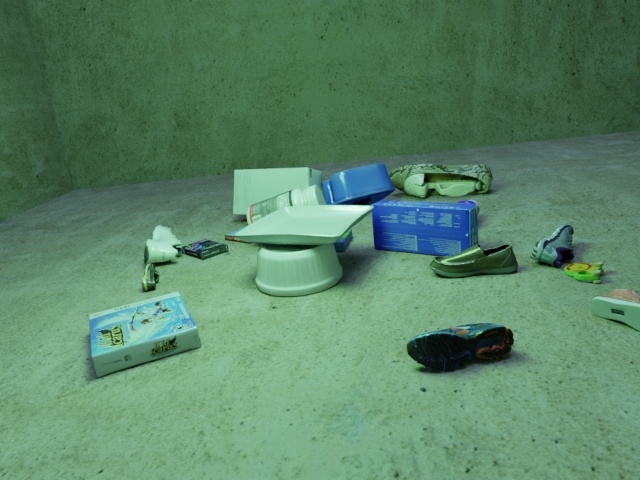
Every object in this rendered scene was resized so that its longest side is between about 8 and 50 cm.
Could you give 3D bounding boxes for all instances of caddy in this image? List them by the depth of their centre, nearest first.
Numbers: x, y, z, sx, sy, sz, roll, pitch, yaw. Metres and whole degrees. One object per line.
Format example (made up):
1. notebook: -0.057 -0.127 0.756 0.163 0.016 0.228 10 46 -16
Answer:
1. caddy: 0.169 -0.219 2.340 0.341 0.179 0.241 -14 -5 -23

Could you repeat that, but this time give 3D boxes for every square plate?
1. square plate: -0.040 -0.050 1.655 0.347 0.049 0.344 1 18 24

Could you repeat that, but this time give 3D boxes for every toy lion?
1. toy lion: 0.714 0.084 1.410 0.096 0.034 0.100 -3 17 35

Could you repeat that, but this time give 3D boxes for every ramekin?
1. ramekin: -0.073 0.063 1.604 0.273 0.127 0.273 -7 17 2

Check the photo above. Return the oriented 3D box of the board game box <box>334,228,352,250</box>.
1. board game box: 0.000 0.000 1.922 0.212 0.039 0.160 -3 18 16

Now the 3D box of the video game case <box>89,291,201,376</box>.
1. video game case: -0.458 0.229 1.335 0.244 0.061 0.269 -15 19 -21

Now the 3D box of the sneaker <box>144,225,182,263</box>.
1. sneaker: -0.598 0.024 2.011 0.129 0.111 0.297 6 19 -11

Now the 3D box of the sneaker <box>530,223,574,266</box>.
1. sneaker: 0.721 0.025 1.551 0.224 0.083 0.098 -26 46 -36

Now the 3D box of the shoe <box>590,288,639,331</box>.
1. shoe: 0.697 0.150 1.141 0.081 0.063 0.178 -20 17 -22

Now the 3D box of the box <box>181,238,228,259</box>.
1. box: -0.447 0.032 2.004 0.116 0.029 0.162 -22 24 -40

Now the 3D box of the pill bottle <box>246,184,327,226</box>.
1. pill bottle: -0.124 -0.104 1.986 0.283 0.161 0.161 -19 14 15

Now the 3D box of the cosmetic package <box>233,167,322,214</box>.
1. cosmetic package: -0.194 -0.213 2.338 0.385 0.217 0.156 4 2 24

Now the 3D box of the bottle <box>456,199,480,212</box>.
1. bottle: 0.504 -0.086 1.914 0.118 0.092 0.283 6 22 39

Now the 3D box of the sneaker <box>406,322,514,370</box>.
1. sneaker: 0.286 0.218 1.089 0.221 0.083 0.087 -4 3 -8

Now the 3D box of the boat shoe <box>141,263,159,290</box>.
1. boat shoe: -0.561 0.123 1.731 0.049 0.056 0.152 -4 26 -8

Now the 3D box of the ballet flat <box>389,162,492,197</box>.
1. ballet flat: 0.551 -0.271 2.424 0.483 0.164 0.182 0 39 16

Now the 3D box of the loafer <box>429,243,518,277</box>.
1. loafer: 0.444 0.050 1.516 0.251 0.087 0.094 -5 18 6

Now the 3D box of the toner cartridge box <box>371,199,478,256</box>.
1. toner cartridge box: 0.341 -0.042 1.720 0.348 0.165 0.075 7 22 35

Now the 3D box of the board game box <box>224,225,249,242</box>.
1. board game box: -0.251 -0.048 2.190 0.145 0.027 0.281 6 21 39
